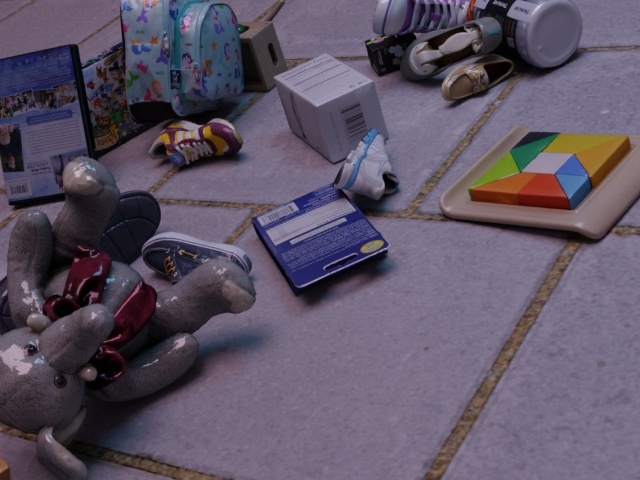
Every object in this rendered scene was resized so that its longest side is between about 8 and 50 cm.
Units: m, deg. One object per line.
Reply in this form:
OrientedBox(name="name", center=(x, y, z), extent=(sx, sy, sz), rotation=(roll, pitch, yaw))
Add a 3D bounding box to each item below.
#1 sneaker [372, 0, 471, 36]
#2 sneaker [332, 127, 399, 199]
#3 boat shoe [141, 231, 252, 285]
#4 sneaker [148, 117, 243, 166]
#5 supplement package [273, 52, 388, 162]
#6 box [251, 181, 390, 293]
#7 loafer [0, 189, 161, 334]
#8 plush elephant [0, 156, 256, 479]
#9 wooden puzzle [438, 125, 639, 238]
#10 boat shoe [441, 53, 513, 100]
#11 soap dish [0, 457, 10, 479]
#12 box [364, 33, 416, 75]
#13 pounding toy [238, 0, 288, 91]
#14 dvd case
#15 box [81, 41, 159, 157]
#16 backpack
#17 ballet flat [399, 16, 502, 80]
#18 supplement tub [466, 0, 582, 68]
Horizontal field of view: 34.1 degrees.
OrientedBox(name="sneaker", center=(0.205, -0.397, 1.806), extent=(0.161, 0.102, 0.282), rotation=(24, 29, 20))
OrientedBox(name="sneaker", center=(0.077, -0.101, 1.509), extent=(0.082, 0.071, 0.191), rotation=(28, 28, 2))
OrientedBox(name="boat shoe", center=(-0.188, 0.039, 1.413), extent=(0.183, 0.065, 0.083), rotation=(5, 36, 33))
OrientedBox(name="sneaker", center=(-0.209, -0.156, 1.751), extent=(0.185, 0.070, 0.084), rotation=(4, 45, 45))
OrientedBox(name="supplement package", center=(0.015, -0.215, 1.674), extent=(0.105, 0.105, 0.179), rotation=(-26, 31, -13))
OrientedBox(name="box", center=(0.000, 0.000, 1.400), extent=(0.136, 0.037, 0.225), rotation=(-24, 29, -7))
OrientedBox(name="loafer", center=(-0.366, 0.021, 1.509), extent=(0.095, 0.109, 0.302), rotation=(10, 44, 46))
OrientedBox(name="plush elephant", center=(-0.282, 0.109, 1.172), extent=(0.330, 0.272, 0.255), rotation=(-43, 12, 15))
OrientedBox(name="wooden puzzle", center=(0.305, -0.090, 1.370), extent=(0.238, 0.044, 0.221), rotation=(13, 42, 42))
OrientedBox(name="boat shoe", center=(0.252, -0.262, 1.673), extent=(0.135, 0.050, 0.045), rotation=(-33, 28, -23))
OrientedBox(name="soap dish", center=(-0.487, 0.304, 1.098), extent=(0.291, 0.118, 0.228), rotation=(-37, 35, -29))
OrientedBox(name="box", center=(0.129, -0.338, 1.864), extent=(0.083, 0.052, 0.062), rotation=(-19, 30, -3))
OrientedBox(name="pounding toy", center=(-0.124, -0.365, 1.959), extent=(0.130, 0.141, 0.100), rotation=(7, 39, 37))
OrientedBox(name="dvd case", center=(-0.476, -0.196, 1.792), extent=(0.180, 0.253, 0.022), rotation=(-8, 4, 16))
OrientedBox(name="box", center=(-0.401, -0.248, 1.905), extent=(0.233, 0.159, 0.044), rotation=(-34, 32, -24))
OrientedBox(name="backpack", center=(-0.250, -0.347, 1.843), extent=(0.191, 0.254, 0.225), rotation=(-7, 9, 20))
OrientedBox(name="ballet flat", center=(0.198, -0.314, 1.715), extent=(0.213, 0.072, 0.068), rotation=(-16, 5, 43))
OrientedBox(name="supplement tub", center=(0.330, -0.359, 1.721), extent=(0.117, 0.117, 0.190), rotation=(-28, 32, -15))
